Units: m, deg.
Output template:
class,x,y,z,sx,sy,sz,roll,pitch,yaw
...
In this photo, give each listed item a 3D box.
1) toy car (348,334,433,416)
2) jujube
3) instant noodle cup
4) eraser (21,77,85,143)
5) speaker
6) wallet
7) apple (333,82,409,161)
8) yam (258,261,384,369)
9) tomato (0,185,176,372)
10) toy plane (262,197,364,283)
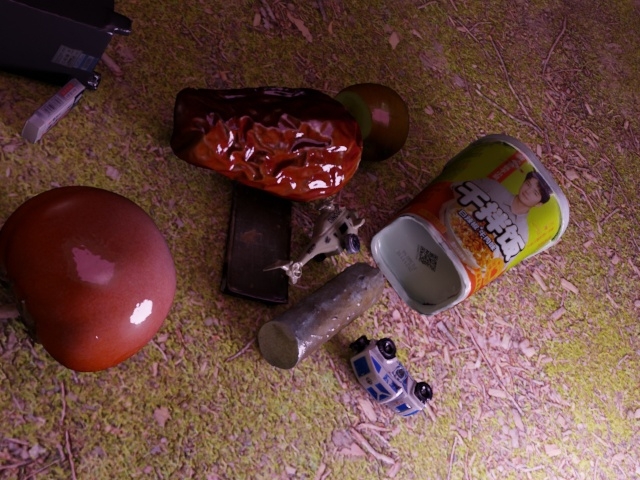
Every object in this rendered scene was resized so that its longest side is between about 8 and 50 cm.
class,x,y,z,sx,sy,sz,roll,pitch,yaw
toy car,0.116,0.240,1.328,0.170,0.080,0.070,50,49,-2
jujube,-0.097,-0.180,1.335,0.342,0.216,0.216,11,60,-22
instant noodle cup,0.282,-0.019,1.478,0.308,0.294,0.293,-35,88,-34
eraser,-0.431,-0.210,1.215,0.029,0.052,0.122,39,51,-9
speaker,-0.457,-0.402,1.216,0.254,0.184,0.232,11,61,-34
wallet,-0.110,0.006,1.333,0.122,0.031,0.232,17,55,-22
apple,0.102,-0.240,1.537,0.163,0.146,0.147,15,63,-30
yam,0.009,0.124,1.311,0.259,0.093,0.093,-32,86,-42
tomato,-0.321,0.048,1.026,0.225,0.256,0.255,-32,86,-25
toy plane,0.000,0.000,1.344,0.286,0.092,0.108,-48,119,-51
